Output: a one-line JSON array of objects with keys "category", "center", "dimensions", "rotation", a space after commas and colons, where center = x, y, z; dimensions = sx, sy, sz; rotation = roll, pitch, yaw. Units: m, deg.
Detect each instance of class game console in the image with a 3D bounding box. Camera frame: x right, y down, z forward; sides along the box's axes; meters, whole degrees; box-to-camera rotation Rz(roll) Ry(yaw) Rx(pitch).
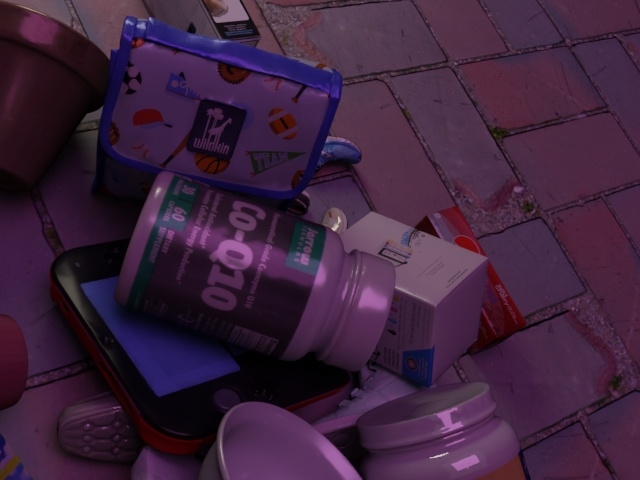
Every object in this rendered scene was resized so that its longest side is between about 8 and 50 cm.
[{"category": "game console", "center": [-0.185, 0.125, 1.346], "dimensions": [0.342, 0.060, 0.386], "rotation": [-16, 51, -37]}]

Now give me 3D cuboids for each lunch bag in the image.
[{"category": "lunch bag", "center": [-0.171, -0.180, 1.384], "dimensions": [0.328, 0.385, 0.238], "rotation": [13, 66, -14]}]

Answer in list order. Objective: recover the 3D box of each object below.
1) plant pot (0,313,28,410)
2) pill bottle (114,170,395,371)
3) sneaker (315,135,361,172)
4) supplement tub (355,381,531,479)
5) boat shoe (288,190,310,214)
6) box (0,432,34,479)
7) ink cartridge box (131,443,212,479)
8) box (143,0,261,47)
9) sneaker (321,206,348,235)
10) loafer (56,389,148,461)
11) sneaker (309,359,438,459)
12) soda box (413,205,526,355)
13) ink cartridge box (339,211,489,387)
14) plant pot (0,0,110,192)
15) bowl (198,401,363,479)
[{"category": "plant pot", "center": [-0.497, 0.166, 1.177], "dimensions": [0.180, 0.201, 0.201], "rotation": [-1, 61, -45]}, {"category": "pill bottle", "center": [-0.091, 0.052, 1.282], "dimensions": [0.361, 0.204, 0.204], "rotation": [19, 55, -8]}, {"category": "sneaker", "center": [0.000, -0.159, 1.705], "dimensions": [0.162, 0.063, 0.073], "rotation": [7, 77, -19]}, {"category": "supplement tub", "center": [0.194, 0.394, 1.302], "dimensions": [0.241, 0.241, 0.331], "rotation": [-16, 89, -33]}, {"category": "boat shoe", "center": [-0.076, -0.082, 1.619], "dimensions": [0.125, 0.046, 0.038], "rotation": [24, 49, -23]}, {"category": "box", "center": [-0.422, 0.324, 1.141], "dimensions": [0.109, 0.042, 0.178], "rotation": [-48, 129, -38]}, {"category": "ink cartridge box", "center": [-0.154, 0.371, 1.211], "dimensions": [0.223, 0.045, 0.224], "rotation": [35, 20, -28]}, {"category": "box", "center": [-0.234, -0.432, 1.669], "dimensions": [0.087, 0.169, 0.289], "rotation": [-15, 68, -35]}, {"category": "sneaker", "center": [0.000, 0.000, 1.599], "dimensions": [0.075, 0.057, 0.161], "rotation": [22, 57, -21]}, {"category": "loafer", "center": [-0.227, 0.246, 1.321], "dimensions": [0.320, 0.112, 0.111], "rotation": [-2, 30, -26]}, {"category": "sneaker", "center": [0.061, 0.262, 1.472], "dimensions": [0.256, 0.094, 0.151], "rotation": [-16, 44, -18]}, {"category": "soda box", "center": [0.268, 0.072, 1.672], "dimensions": [0.084, 0.092, 0.263], "rotation": [-16, 70, -34]}, {"category": "ink cartridge box", "center": [0.127, 0.092, 1.477], "dimensions": [0.233, 0.171, 0.168], "rotation": [23, 40, 30]}, {"category": "plant pot", "center": [-0.474, -0.203, 1.380], "dimensions": [0.263, 0.263, 0.229], "rotation": [19, 72, -16]}, {"category": "bowl", "center": [-0.056, 0.363, 1.148], "dimensions": [0.298, 0.134, 0.298], "rotation": [40, 18, -16]}]
